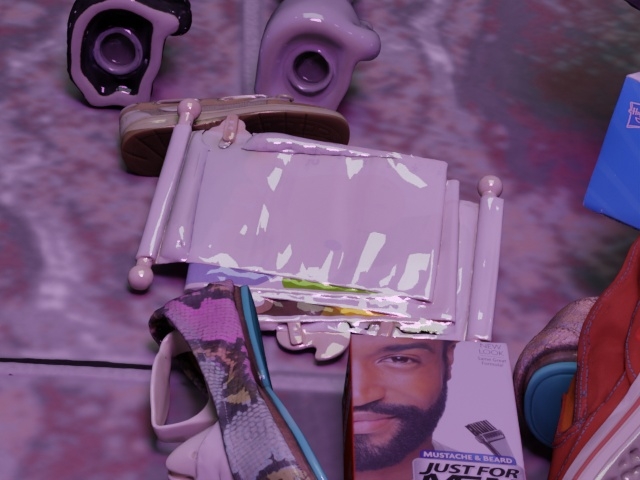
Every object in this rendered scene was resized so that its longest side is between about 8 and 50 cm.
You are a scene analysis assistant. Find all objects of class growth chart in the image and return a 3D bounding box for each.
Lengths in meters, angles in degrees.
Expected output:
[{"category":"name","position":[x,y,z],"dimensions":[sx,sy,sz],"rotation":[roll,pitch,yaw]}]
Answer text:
[{"category":"growth chart","position":[0.000,0.000,1.186],"dimensions":[0.237,0.021,0.172],"rotation":[13,56,9]}]

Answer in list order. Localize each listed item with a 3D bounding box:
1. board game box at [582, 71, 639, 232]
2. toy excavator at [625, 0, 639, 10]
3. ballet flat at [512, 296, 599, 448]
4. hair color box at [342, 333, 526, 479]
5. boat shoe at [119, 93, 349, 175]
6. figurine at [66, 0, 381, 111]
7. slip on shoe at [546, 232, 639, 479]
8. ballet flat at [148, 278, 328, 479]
[{"category":"board game box","position":[0.363,-0.024,1.184],"dimensions":[0.302,0.086,0.308],"rotation":[25,22,25]},{"category":"toy excavator","position":[0.379,-0.201,1.305],"dimensions":[0.445,0.222,0.433],"rotation":[21,15,-28]},{"category":"ballet flat","position":[0.268,0.091,1.072],"dimensions":[0.316,0.107,0.106],"rotation":[16,29,11]},{"category":"hair color box","position":[0.060,0.123,1.033],"dimensions":[0.093,0.053,0.167],"rotation":[3,34,-3]},{"category":"boat shoe","position":[-0.058,-0.076,1.291],"dimensions":[0.153,0.056,0.048],"rotation":[-6,41,-5]},{"category":"figurine","position":[-0.064,-0.174,1.406],"dimensions":[0.215,0.092,0.209],"rotation":[7,31,-1]},{"category":"slip on shoe","position":[0.166,0.105,0.963],"dimensions":[0.123,0.101,0.331],"rotation":[33,66,-20]},{"category":"ballet flat","position":[-0.050,0.099,1.043],"dimensions":[0.079,0.077,0.221],"rotation":[-20,35,-5]}]
